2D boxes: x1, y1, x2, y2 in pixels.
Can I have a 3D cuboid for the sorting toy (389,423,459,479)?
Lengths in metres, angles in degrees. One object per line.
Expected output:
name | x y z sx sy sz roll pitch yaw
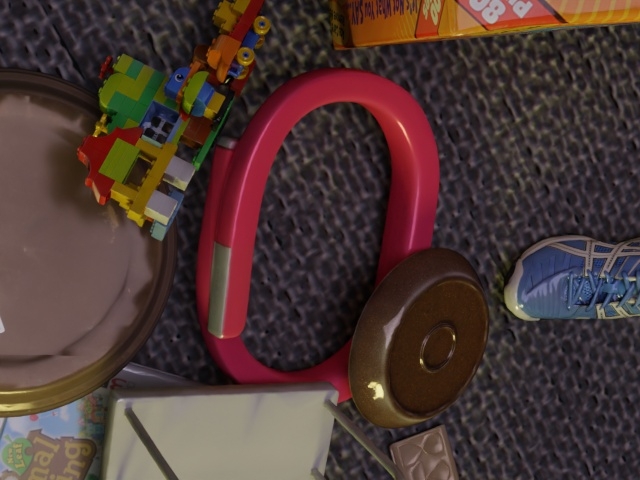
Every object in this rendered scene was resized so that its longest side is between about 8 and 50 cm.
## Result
sorting toy | 0.098 0.217 1.165 0.062 0.012 0.083 -18 98 -22

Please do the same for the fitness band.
fitness band | 0.000 0.000 1.058 0.209 0.054 0.291 2 103 -36

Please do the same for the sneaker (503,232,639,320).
sneaker | 0.269 0.033 1.170 0.211 0.081 0.080 -10 101 -17

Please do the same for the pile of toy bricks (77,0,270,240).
pile of toy bricks | -0.127 -0.107 0.987 0.105 0.118 0.212 27 67 -4

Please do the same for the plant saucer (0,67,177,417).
plant saucer | -0.242 0.002 0.989 0.278 0.041 0.278 0 91 -22

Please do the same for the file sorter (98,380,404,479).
file sorter | -0.065 0.274 0.989 0.193 0.173 0.278 1 109 -26

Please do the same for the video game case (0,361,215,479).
video game case | -0.189 0.203 1.054 0.193 0.023 0.212 19 89 -20

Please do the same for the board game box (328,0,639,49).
board game box | 0.200 -0.337 0.935 0.356 0.356 0.356 -7 98 -11

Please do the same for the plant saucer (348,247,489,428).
plant saucer | 0.094 0.090 1.104 0.168 0.029 0.168 -20 120 -38
